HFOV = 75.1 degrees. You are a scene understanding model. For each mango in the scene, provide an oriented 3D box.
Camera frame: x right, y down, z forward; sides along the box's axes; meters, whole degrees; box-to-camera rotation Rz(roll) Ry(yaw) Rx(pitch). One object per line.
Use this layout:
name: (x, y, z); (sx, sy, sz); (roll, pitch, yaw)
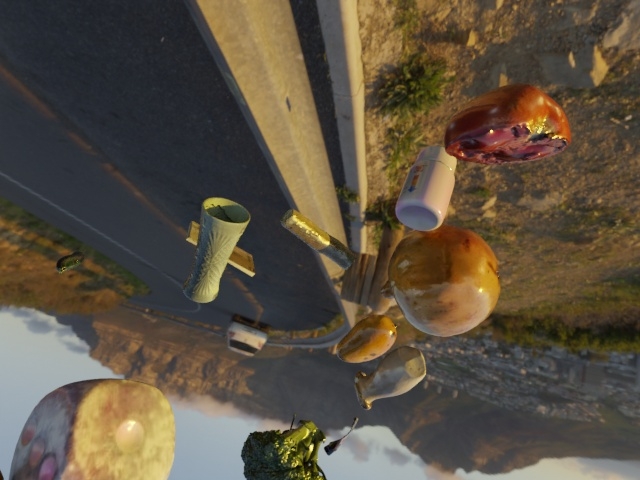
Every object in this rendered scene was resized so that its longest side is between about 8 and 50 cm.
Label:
mango: (0.126, 0.266, 1.105); (0.115, 0.090, 0.178); (26, 118, -28)

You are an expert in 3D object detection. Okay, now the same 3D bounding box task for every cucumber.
cucumber: (-0.559, 0.046, 0.939); (0.036, 0.032, 0.184); (-21, -170, -16)

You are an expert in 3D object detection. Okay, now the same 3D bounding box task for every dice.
dice: (-0.540, 0.505, 1.005); (0.272, 0.269, 0.270); (-31, 141, 23)

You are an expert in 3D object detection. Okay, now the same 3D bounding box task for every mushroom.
mushroom: (0.166, 0.332, 1.012); (0.213, 0.096, 0.088); (-39, 170, 32)

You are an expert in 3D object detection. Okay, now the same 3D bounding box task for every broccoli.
broccoli: (-0.120, 0.715, 1.361); (0.321, 0.283, 0.303); (-19, 104, 48)

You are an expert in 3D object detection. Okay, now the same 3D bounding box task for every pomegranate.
pomegranate: (0.389, 0.136, 1.418); (0.411, 0.409, 0.410); (16, 163, 5)

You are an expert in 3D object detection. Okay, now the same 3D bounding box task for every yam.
yam: (0.000, 0.000, 1.327); (0.317, 0.071, 0.067); (36, -162, -34)

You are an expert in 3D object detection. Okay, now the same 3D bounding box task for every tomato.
tomato: (0.364, -0.237, 0.832); (0.233, 0.139, 0.200); (7, 171, -27)

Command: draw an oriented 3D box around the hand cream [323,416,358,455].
hand cream: (0.081, 0.712, 1.512); (0.039, 0.163, 0.062); (44, 176, 26)

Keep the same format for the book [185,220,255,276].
book: (-0.268, 0.020, 1.128); (0.199, 0.016, 0.138); (32, -170, -22)

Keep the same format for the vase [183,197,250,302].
vase: (-0.224, 0.028, 0.861); (0.096, 0.096, 0.219); (19, 118, -11)

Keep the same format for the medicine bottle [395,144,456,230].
medicine bottle: (0.337, -0.166, 1.307); (0.152, 0.254, 0.151); (19, 149, 12)

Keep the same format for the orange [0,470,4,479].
orange: (-0.780, 0.554, 0.836); (0.241, 0.240, 0.171); (15, 122, 11)
